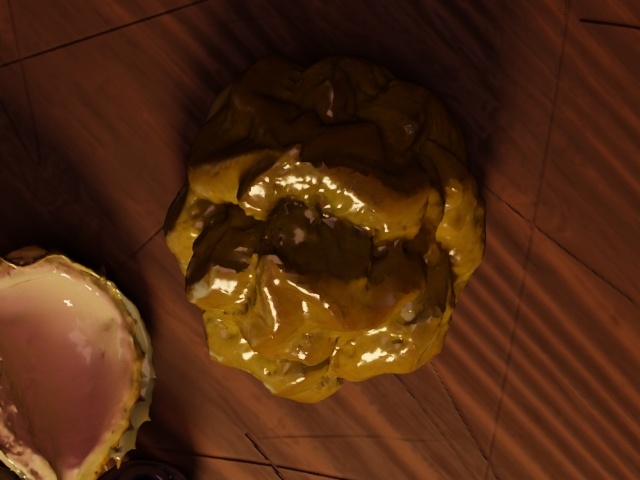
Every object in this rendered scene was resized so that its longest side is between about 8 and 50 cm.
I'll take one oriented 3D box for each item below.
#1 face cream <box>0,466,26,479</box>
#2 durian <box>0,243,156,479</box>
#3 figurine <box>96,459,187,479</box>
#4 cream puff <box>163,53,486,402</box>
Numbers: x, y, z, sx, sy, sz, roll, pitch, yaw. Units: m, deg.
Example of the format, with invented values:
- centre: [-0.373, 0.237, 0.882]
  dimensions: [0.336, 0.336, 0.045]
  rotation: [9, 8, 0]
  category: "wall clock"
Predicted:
- centre: [-0.388, 0.279, 1.439]
  dimensions: [0.285, 0.067, 0.139]
  rotation: [19, 105, -2]
  category: "face cream"
- centre: [-0.264, 0.109, 1.357]
  dimensions: [0.195, 0.185, 0.305]
  rotation: [-40, 105, -9]
  category: "durian"
- centre: [-0.180, 0.309, 1.418]
  dimensions: [0.114, 0.126, 0.157]
  rotation: [15, 106, 33]
  category: "figurine"
- centre: [0.000, 0.002, 1.266]
  dimensions: [0.291, 0.257, 0.324]
  rotation: [24, 104, 0]
  category: "cream puff"
